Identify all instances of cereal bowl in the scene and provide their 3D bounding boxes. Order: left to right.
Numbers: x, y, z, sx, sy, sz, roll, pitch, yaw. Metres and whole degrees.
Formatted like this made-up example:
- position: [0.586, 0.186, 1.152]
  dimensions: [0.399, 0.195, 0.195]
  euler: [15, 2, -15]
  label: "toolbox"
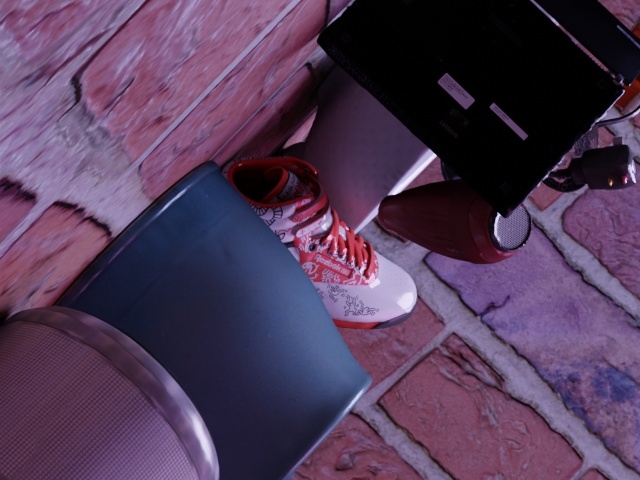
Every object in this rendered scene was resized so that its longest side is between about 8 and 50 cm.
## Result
- position: [0.098, -0.167, 1.937]
  dimensions: [0.339, 0.141, 0.339]
  euler: [-47, 178, -2]
  label: "cereal bowl"

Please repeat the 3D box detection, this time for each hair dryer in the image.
- position: [0.188, -0.056, 1.745]
  dimensions: [0.293, 0.080, 0.223]
  euler: [-20, -158, 21]
  label: "hair dryer"

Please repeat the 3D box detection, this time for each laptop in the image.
- position: [0.161, -0.180, 1.660]
  dimensions: [0.264, 0.234, 0.136]
  euler: [-47, 177, -12]
  label: "laptop"

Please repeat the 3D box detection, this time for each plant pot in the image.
- position: [-0.103, 0.111, 1.663]
  dimensions: [0.271, 0.255, 0.271]
  euler: [-46, 178, -2]
  label: "plant pot"

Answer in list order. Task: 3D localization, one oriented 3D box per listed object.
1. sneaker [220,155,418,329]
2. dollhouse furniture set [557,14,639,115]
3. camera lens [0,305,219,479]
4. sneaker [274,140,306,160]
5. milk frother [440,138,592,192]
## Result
- position: [-0.001, 0.001, 1.821]
  dimensions: [0.145, 0.270, 0.090]
  euler: [123, -23, -44]
  label: "sneaker"
- position: [0.281, -0.272, 2.007]
  dimensions: [0.135, 0.259, 0.262]
  euler: [-56, 178, -15]
  label: "dollhouse furniture set"
- position: [-0.227, 0.200, 1.332]
  dimensions: [0.274, 0.219, 0.219]
  euler: [-45, 178, -35]
  label: "camera lens"
- position: [-0.025, -0.050, 2.181]
  dimensions: [0.115, 0.105, 0.281]
  euler: [-46, 177, -10]
  label: "sneaker"
- position: [0.216, -0.088, 1.899]
  dimensions: [0.129, 0.143, 0.135]
  euler: [-55, 173, 15]
  label: "milk frother"
